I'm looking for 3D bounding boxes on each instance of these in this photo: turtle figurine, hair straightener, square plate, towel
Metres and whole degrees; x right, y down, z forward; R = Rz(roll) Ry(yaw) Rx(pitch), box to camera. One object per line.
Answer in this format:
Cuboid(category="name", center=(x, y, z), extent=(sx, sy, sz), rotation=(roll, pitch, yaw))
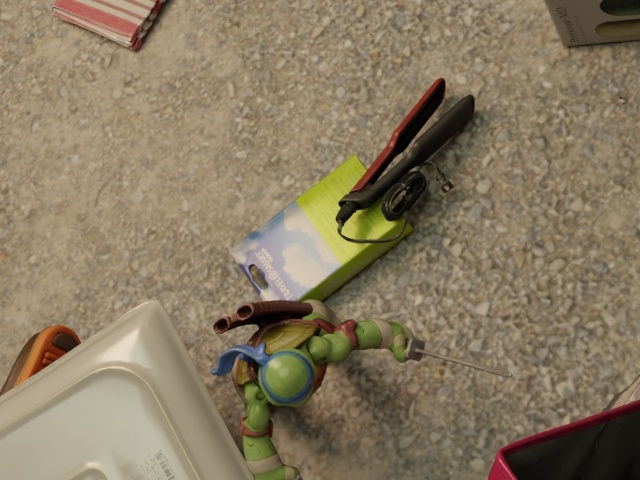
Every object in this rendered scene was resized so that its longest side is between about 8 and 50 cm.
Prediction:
Cuboid(category="turtle figurine", center=(0.008, 0.163, 1.513), extent=(0.274, 0.266, 0.198), rotation=(15, 94, -8))
Cuboid(category="hair straightener", center=(0.099, -0.077, 1.639), extent=(0.089, 0.047, 0.230), rotation=(31, 62, 22))
Cuboid(category="square plate", center=(-0.234, 0.285, 1.530), extent=(0.344, 0.049, 0.347), rotation=(-32, 74, 6))
Cuboid(category="towel", center=(-0.238, -0.344, 1.935), extent=(0.144, 0.029, 0.197), rotation=(25, 76, 29))

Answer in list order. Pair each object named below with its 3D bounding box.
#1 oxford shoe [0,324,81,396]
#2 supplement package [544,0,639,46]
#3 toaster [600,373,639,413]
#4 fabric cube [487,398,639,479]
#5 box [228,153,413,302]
Cuboid(category="oxford shoe", center=(-0.369, 0.257, 1.670), extent=(0.132, 0.130, 0.364), rotation=(10, 71, 32))
Cuboid(category="supplement package", center=(0.365, -0.342, 1.590), extent=(0.262, 0.199, 0.198), rotation=(-2, 68, 21))
Cuboid(category="toaster", center=(0.360, 0.167, 1.414), extent=(0.146, 0.129, 0.227), rotation=(36, 83, 28))
Cuboid(category="fabric cube", center=(0.269, 0.309, 1.222), extent=(0.259, 0.258, 0.254), rotation=(-12, 44, -33))
Cuboid(category="box", center=(0.000, 0.000, 1.678), extent=(0.178, 0.042, 0.109), rotation=(-37, 59, 2))
